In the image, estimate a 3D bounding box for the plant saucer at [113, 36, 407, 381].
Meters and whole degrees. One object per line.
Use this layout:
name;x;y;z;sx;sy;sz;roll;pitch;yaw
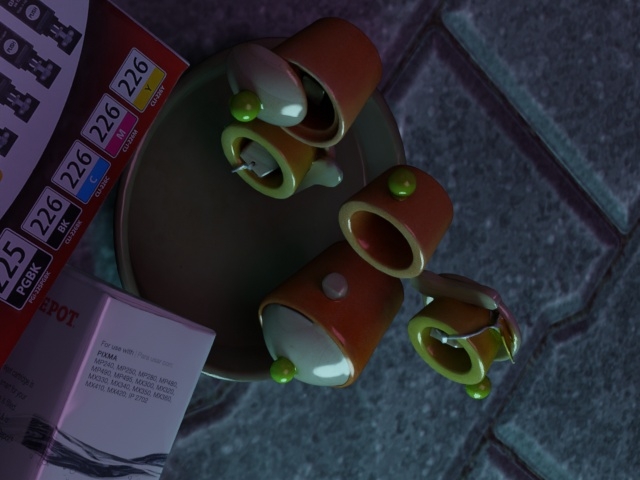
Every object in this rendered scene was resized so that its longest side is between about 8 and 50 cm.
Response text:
plant saucer;-0.046;-0.024;1.036;0.278;0.041;0.277;-10;108;-34

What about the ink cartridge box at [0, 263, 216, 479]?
ink cartridge box;-0.191;0.136;0.880;0.100;0.172;0.237;24;86;-40

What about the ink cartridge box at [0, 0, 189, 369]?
ink cartridge box;-0.282;-0.061;0.791;0.272;0.130;0.309;36;79;-36

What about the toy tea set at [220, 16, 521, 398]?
toy tea set;0.000;0.000;0.927;0.124;0.200;0.336;-47;125;-29
